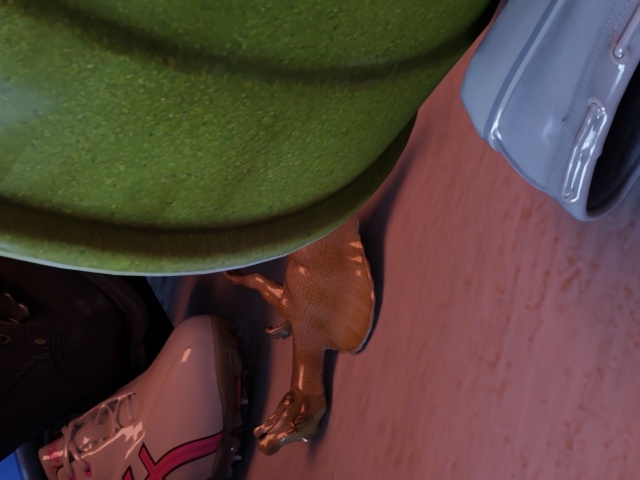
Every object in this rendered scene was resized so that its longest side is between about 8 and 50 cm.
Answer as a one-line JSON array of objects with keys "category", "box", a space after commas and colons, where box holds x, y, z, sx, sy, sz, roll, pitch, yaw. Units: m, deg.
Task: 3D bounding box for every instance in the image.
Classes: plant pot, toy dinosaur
[{"category": "plant pot", "box": [-0.017, -0.239, 0.520, 0.353, 0.366, 0.366, -45, 39, 36]}, {"category": "toy dinosaur", "box": [0.000, 0.000, 0.822, 0.092, 0.053, 0.183, 50, 139, 44]}]

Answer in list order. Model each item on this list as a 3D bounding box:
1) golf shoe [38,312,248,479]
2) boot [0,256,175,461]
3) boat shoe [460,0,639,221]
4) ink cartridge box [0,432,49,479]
[{"category": "golf shoe", "box": [-0.090, 0.106, 0.961, 0.067, 0.086, 0.186, -102, 28, -46]}, {"category": "boot", "box": [-0.189, 0.069, 0.948, 0.091, 0.229, 0.263, 58, 178, 30]}, {"category": "boat shoe", "box": [0.098, -0.075, 0.540, 0.063, 0.066, 0.184, 51, 134, 19]}, {"category": "ink cartridge box", "box": [-0.261, 0.040, 1.162, 0.270, 0.151, 0.395, -114, 14, -56]}]
